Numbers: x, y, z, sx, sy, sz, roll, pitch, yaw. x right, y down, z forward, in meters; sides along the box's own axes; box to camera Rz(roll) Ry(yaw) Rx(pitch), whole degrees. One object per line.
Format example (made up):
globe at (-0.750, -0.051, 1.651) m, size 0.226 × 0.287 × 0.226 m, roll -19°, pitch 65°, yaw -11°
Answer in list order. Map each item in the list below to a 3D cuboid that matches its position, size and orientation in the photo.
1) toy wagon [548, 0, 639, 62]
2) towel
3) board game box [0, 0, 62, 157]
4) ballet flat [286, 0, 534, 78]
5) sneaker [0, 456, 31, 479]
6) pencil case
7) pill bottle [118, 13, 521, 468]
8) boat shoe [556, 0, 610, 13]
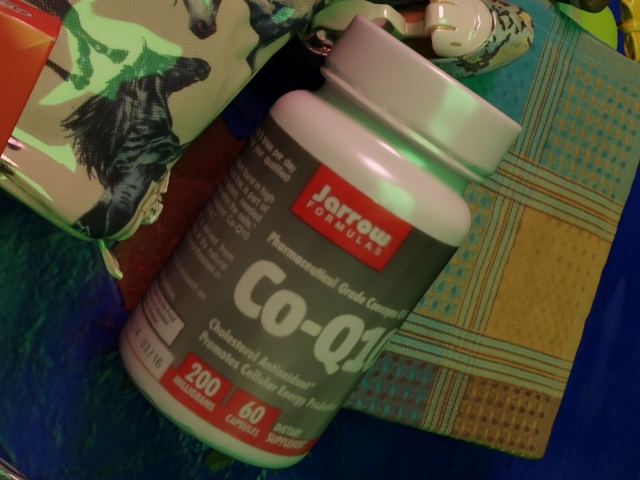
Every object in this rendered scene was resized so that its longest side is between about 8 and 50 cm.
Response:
toy wagon at (0.160, -0.150, 0.940) m, size 0.344 × 0.068 × 0.267 m, roll -23°, pitch 111°, yaw -33°
towel at (0.154, -0.013, 0.892) m, size 0.271 × 0.040 × 0.370 m, roll 22°, pitch 85°, yaw -38°
board game box at (-0.303, -0.016, 0.508) m, size 0.242 × 0.064 × 0.316 m, roll 24°, pitch 103°, yaw -19°
ballet flat at (0.065, -0.155, 0.781) m, size 0.188 × 0.070 × 0.070 m, roll -3°, pitch 102°, yaw 5°
sneaker at (-0.206, 0.204, 0.681) m, size 0.104 × 0.125 × 0.262 m, roll -53°, pitch 123°, yaw -18°
pencil case at (-0.058, -0.179, 0.656) m, size 0.410 × 0.160 × 0.183 m, roll -45°, pitch 123°, yaw -5°
pill bottle at (0.000, 0.000, 0.727) m, size 0.161 × 0.161 × 0.283 m, roll 27°, pitch 104°, yaw -37°
boat shoe at (0.239, -0.295, 0.885) m, size 0.223 × 0.073 × 0.080 m, roll -65°, pitch 152°, yaw -12°
